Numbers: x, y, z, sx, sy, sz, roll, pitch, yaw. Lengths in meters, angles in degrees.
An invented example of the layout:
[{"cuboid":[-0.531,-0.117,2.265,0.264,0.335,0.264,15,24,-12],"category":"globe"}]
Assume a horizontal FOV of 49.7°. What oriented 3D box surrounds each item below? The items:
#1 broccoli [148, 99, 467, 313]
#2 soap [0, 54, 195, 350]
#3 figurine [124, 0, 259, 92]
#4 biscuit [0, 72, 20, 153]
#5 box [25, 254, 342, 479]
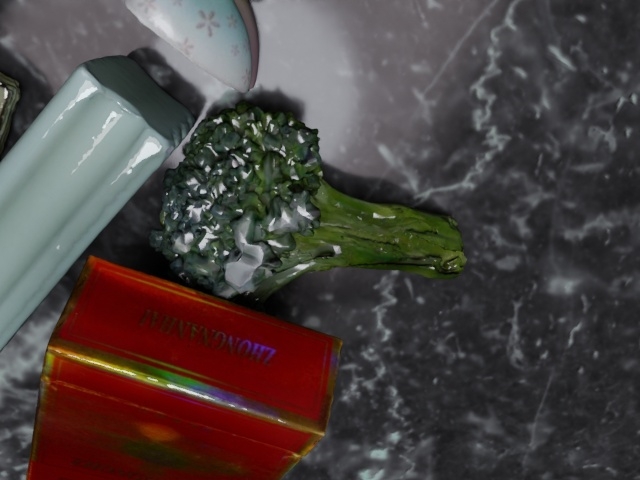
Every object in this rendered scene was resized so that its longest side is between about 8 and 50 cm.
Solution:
[{"cuboid":[-0.014,0.014,0.602,0.275,0.177,0.198,30,98,-26],"category":"broccoli"},{"cuboid":[-0.223,-0.019,0.560,0.087,0.160,0.265,41,101,-15],"category":"soap"},{"cuboid":[0.019,-0.246,0.503,0.284,0.206,0.315,41,107,-9],"category":"figurine"},{"cuboid":[-0.391,-0.117,0.573,0.252,0.052,0.150,22,111,-11],"category":"biscuit"},{"cuboid":[-0.132,0.159,0.588,0.198,0.089,0.313,21,138,-10],"category":"box"}]
